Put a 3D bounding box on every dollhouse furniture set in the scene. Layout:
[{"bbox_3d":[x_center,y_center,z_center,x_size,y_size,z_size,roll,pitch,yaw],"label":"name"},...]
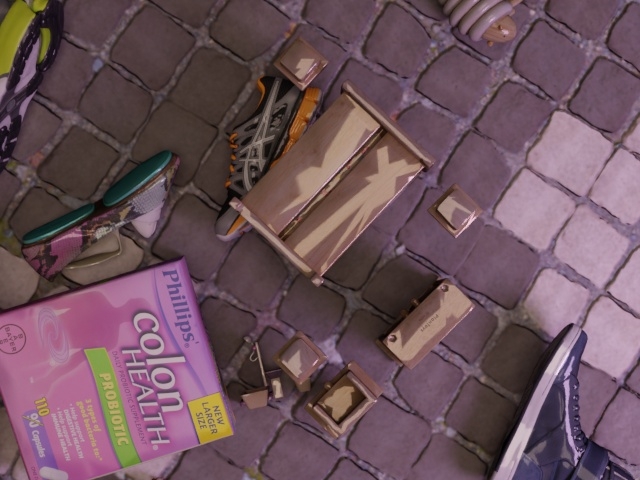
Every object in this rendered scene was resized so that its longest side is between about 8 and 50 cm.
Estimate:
[{"bbox_3d":[0.000,0.000,1.584,0.355,0.174,0.303,44,88,3],"label":"dollhouse furniture set"},{"bbox_3d":[-0.061,0.150,1.600,0.091,0.114,0.081,-12,89,-1],"label":"dollhouse furniture set"}]

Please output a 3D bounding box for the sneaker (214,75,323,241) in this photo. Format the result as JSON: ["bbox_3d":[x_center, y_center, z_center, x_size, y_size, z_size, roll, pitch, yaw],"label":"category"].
[{"bbox_3d":[-0.076,-0.099,1.610,0.083,0.084,0.215,27,83,2],"label":"sneaker"}]

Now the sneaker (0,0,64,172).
[{"bbox_3d":[-0.413,-0.167,1.582,0.121,0.111,0.300,28,90,15],"label":"sneaker"}]

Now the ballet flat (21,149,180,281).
[{"bbox_3d":[-0.248,-0.023,1.608,0.221,0.077,0.079,-31,112,3],"label":"ballet flat"}]

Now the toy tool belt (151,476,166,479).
[{"bbox_3d":[-0.224,0.319,1.626,0.051,0.052,0.083,22,90,-12],"label":"toy tool belt"}]

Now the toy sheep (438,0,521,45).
[{"bbox_3d":[0.185,-0.289,1.614,0.091,0.091,0.132,-41,80,-1],"label":"toy sheep"}]

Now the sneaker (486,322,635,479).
[{"bbox_3d":[0.318,0.225,1.631,0.163,0.086,0.226,23,100,7],"label":"sneaker"}]

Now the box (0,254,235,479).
[{"bbox_3d":[-0.245,0.155,1.586,0.243,0.117,0.213,-17,93,-3],"label":"box"}]
